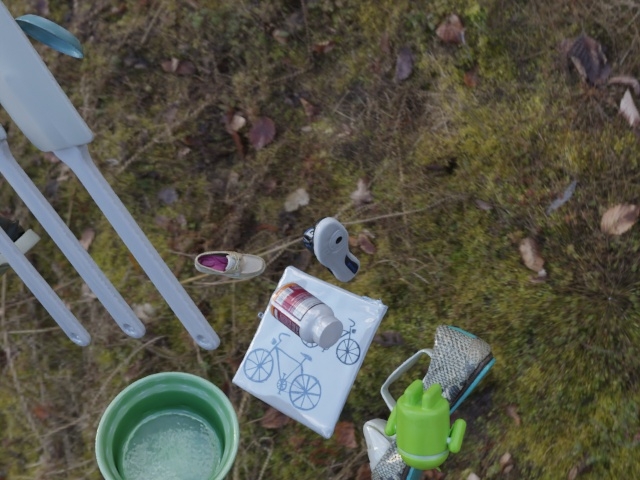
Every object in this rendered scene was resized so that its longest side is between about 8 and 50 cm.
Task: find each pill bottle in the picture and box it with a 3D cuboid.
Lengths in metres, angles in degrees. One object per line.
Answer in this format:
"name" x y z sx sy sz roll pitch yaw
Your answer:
"pill bottle" -0.028 0.153 1.411 0.152 0.086 0.086 33 99 39

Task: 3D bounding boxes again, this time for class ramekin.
"ramekin" -0.334 0.461 1.555 0.304 0.148 0.303 4 52 -5

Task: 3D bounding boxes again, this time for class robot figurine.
"robot figurine" 0.129 0.236 0.881 0.101 0.067 0.115 5 105 29

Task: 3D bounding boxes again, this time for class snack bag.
"snack bag" -0.033 0.253 1.686 0.323 0.037 0.342 20 83 35

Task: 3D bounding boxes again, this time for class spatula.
"spatula" -0.168 -0.021 0.420 0.168 0.242 0.019 -5 38 31

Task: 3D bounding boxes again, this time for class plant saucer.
"plant saucer" -0.448 -0.344 1.166 0.119 0.119 0.021 22 84 23

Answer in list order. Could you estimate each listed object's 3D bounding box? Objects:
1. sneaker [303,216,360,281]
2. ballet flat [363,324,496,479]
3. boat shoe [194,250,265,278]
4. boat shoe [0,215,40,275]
"sneaker" 0.000 0.000 1.430 0.079 0.217 0.121 -43 57 -10
"ballet flat" 0.202 0.392 1.540 0.182 0.164 0.482 31 107 20
"boat shoe" -0.217 0.057 1.671 0.170 0.059 0.063 1 79 -3
"boat shoe" -0.419 0.024 0.743 0.127 0.340 0.113 -39 102 16
